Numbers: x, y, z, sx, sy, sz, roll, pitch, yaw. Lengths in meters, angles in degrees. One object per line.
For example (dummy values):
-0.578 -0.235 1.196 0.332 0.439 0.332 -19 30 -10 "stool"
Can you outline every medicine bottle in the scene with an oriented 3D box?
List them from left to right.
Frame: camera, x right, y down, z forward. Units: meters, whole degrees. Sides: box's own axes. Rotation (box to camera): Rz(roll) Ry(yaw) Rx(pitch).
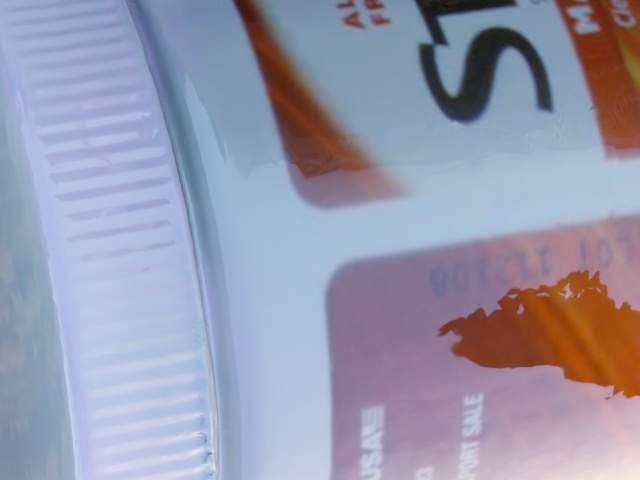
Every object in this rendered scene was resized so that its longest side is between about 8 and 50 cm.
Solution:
0.000 0.000 0.652 0.241 0.252 0.252 -11 139 -19 "medicine bottle"
